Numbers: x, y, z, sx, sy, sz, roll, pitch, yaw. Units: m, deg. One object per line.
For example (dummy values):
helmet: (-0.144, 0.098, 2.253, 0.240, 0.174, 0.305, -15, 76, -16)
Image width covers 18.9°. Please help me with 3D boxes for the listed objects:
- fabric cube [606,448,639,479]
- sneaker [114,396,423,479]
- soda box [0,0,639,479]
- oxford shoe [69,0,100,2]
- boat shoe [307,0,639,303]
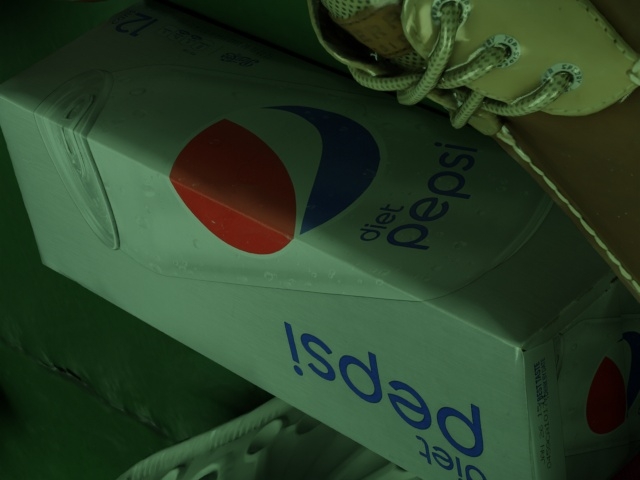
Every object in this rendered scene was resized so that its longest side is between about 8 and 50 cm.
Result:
fabric cube: (0.140, 0.258, 0.662, 0.258, 0.254, 0.259, 21, 138, 41)
sneaker: (0.037, 0.187, 0.885, 0.236, 0.130, 0.322, 47, 143, -17)
soda box: (0.000, 0.000, 0.748, 0.286, 0.091, 0.098, 26, 140, 37)
oxford shoe: (-0.099, -0.198, 0.692, 0.123, 0.130, 0.348, 11, 159, -5)
boat shoe: (0.047, -0.084, 0.572, 0.324, 0.116, 0.123, 55, 150, -4)
